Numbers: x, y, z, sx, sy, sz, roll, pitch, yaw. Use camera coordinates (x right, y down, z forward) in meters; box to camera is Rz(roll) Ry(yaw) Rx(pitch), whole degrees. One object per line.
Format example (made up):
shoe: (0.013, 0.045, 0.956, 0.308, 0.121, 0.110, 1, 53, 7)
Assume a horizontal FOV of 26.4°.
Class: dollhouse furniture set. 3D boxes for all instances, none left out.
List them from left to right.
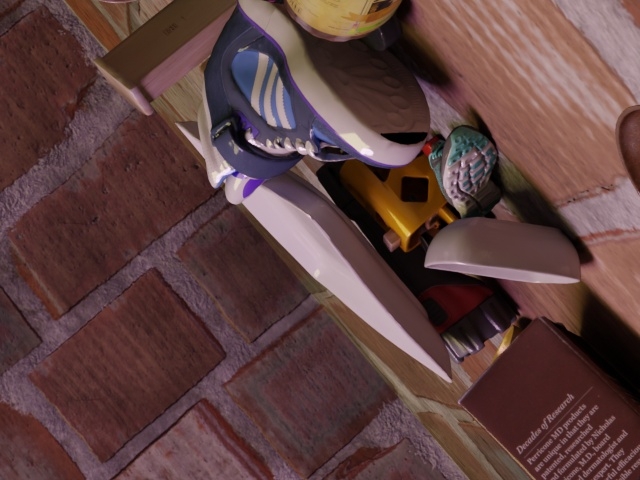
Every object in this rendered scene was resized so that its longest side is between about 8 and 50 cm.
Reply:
dollhouse furniture set: (-0.103, -0.156, 1.808, 0.286, 0.198, 0.303, 39, 167, 53)

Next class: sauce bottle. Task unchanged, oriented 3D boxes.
sauce bottle: (0.033, -0.237, 1.023, 0.111, 0.111, 0.344, 50, 173, 0)

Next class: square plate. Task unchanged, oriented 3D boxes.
square plate: (0.000, 0.000, 1.693, 0.344, 0.049, 0.347, 50, 171, -37)

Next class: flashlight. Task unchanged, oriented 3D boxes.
flashlight: (0.123, 0.010, 1.750, 0.304, 0.103, 0.103, 54, 177, 6)

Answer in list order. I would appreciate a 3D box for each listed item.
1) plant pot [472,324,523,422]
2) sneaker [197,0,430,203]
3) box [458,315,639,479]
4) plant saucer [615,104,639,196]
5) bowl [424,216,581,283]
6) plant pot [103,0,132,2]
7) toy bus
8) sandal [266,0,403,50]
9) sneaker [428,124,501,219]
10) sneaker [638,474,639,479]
plant pot: (0.263, 0.187, 1.735, 0.095, 0.134, 0.134, 22, 169, 3)
sneaker: (-0.022, -0.110, 1.437, 0.323, 0.130, 0.236, 52, 132, 38)
box: (0.337, 0.261, 1.418, 0.381, 0.143, 0.191, 48, -170, 25)
plant saucer: (0.283, -0.024, 0.925, 0.198, 0.036, 0.198, 49, 173, 9)
bowl: (0.183, 0.009, 1.373, 0.142, 0.053, 0.142, 7, 177, -10)
plant pot: (-0.265, -0.389, 1.797, 0.167, 0.167, 0.165, 51, 179, -7)
toy bus: (0.111, -0.034, 1.551, 0.191, 0.104, 0.202, 54, 171, -31)
sandal: (-0.096, -0.332, 1.289, 0.446, 0.107, 0.167, 49, 172, 4)
sneaker: (0.136, -0.077, 1.384, 0.076, 0.065, 0.166, 50, 171, 24)
sneaker: (0.367, 0.254, 1.206, 0.222, 0.083, 0.118, 33, 150, 39)
